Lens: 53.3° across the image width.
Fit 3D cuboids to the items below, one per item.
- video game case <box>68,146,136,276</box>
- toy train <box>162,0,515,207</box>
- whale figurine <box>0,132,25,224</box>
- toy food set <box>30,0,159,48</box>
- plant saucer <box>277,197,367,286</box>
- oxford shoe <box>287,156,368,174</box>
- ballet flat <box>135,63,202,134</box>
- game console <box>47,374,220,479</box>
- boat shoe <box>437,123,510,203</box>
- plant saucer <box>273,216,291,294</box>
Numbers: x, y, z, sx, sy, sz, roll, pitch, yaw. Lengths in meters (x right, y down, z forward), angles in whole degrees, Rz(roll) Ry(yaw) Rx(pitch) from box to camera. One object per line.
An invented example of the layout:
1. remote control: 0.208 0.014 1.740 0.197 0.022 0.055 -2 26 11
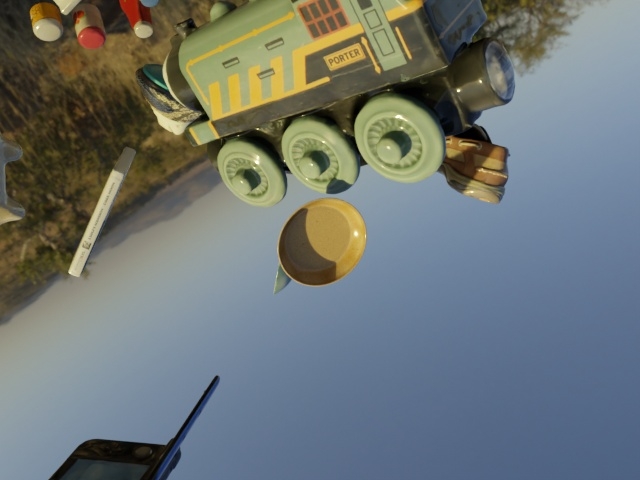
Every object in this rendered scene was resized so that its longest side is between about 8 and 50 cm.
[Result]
1. video game case: -0.340 -0.052 1.003 0.173 0.022 0.190 -63 -162 11
2. toy train: -0.003 -0.146 0.564 0.334 0.190 0.142 -7 -148 42
3. whale figurine: -0.734 -0.152 1.337 0.216 0.272 0.141 -31 -150 -18
4. toy food set: -0.288 -0.321 0.853 0.232 0.104 0.111 -32 155 24
5. plant saucer: 0.000 0.000 0.562 0.083 0.083 0.015 -33 -150 -7
6. oxford shoe: 0.009 -0.179 1.298 0.227 0.082 0.096 -5 178 -6
7. ballet flat: -0.333 -0.372 1.725 0.182 0.164 0.483 -50 168 29
8. game console: -0.300 0.320 0.917 0.250 0.173 0.293 3 -165 8
9. boat shoe: 0.281 -0.175 1.238 0.324 0.123 0.116 -121 -136 -62
10. plant saucer: -0.077 0.040 1.548 0.038 0.194 0.195 11 -170 -2
